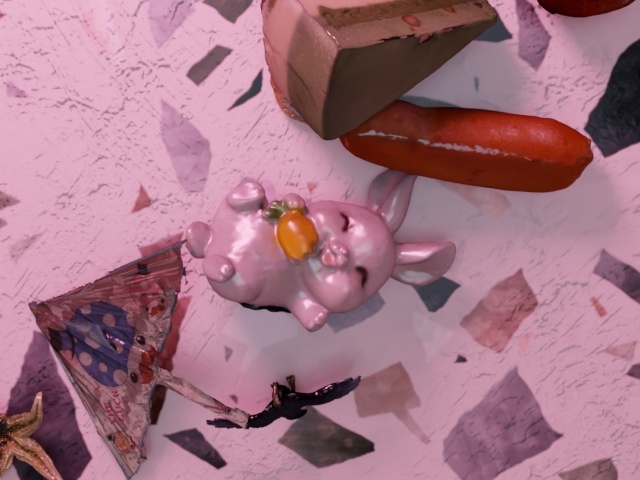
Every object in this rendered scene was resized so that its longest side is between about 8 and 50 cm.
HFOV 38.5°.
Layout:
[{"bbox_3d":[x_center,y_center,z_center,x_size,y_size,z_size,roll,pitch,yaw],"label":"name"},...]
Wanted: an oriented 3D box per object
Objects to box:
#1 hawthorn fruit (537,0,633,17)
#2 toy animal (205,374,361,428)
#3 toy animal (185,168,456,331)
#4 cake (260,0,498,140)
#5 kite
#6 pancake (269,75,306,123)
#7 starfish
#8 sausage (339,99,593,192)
[{"bbox_3d":[0.319,-0.357,1.151,0.194,0.157,0.157,-4,97,12],"label":"hawthorn fruit"},{"bbox_3d":[-0.047,0.220,1.250,0.220,0.108,0.062,-18,85,2],"label":"toy animal"},{"bbox_3d":[-0.002,0.007,1.205,0.325,0.154,0.208,-18,75,-17],"label":"toy animal"},{"bbox_3d":[0.068,-0.245,1.168,0.284,0.172,0.158,-18,58,-33],"label":"cake"},{"bbox_3d":[-0.253,0.162,1.239,0.368,0.014,0.406,24,117,16],"label":"kite"},{"bbox_3d":[-0.003,-0.221,1.236,0.140,0.022,0.139,0,98,1],"label":"pancake"},{"bbox_3d":[-0.451,0.287,1.297,0.223,0.050,0.217,35,103,9],"label":"starfish"},{"bbox_3d":[0.181,-0.124,1.199,0.348,0.097,0.094,7,128,-2],"label":"sausage"}]
